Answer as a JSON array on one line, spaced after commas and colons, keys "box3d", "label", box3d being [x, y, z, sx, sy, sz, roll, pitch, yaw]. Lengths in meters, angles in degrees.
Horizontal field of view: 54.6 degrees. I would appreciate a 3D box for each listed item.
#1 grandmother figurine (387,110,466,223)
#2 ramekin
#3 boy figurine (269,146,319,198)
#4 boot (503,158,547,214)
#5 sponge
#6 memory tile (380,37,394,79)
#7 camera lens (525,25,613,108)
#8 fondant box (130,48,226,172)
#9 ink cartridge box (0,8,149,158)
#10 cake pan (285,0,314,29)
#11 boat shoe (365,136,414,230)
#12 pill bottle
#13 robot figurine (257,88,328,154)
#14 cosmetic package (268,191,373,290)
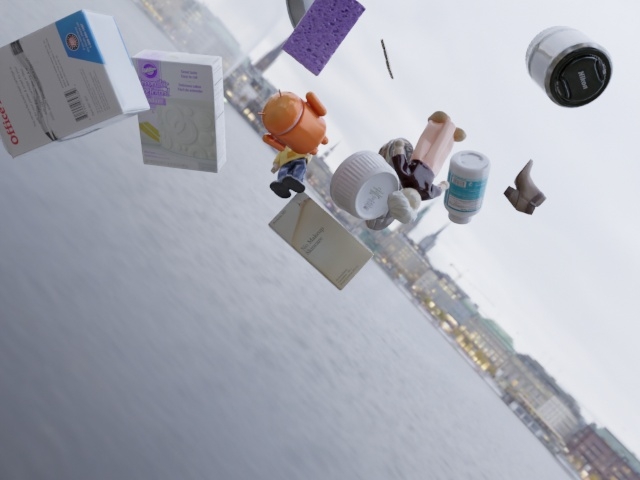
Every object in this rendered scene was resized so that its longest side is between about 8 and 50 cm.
[{"box3d": [0.271, -0.192, 1.663, 0.208, 0.342, 0.104, 34, -25, -13], "label": "grandmother figurine"}, {"box3d": [0.143, -0.160, 1.888, 0.109, 0.207, 0.207, 45, 0, 42], "label": "ramekin"}, {"box3d": [-0.077, -0.269, 1.916, 0.092, 0.177, 0.285, 39, 46, -39], "label": "boy figurine"}, {"box3d": [0.488, -0.120, 1.445, 0.087, 0.118, 0.042, 37, 4, 14], "label": "boot"}, {"box3d": [0.008, -0.535, 1.563, 0.117, 0.210, 0.031, 35, 5, -14], "label": "sponge"}, {"box3d": [0.226, -0.615, 2.109, 0.148, 0.012, 0.113, 7, 69, -77], "label": "memory tile"}, {"box3d": [0.826, -0.584, 2.077, 0.219, 0.219, 0.274, 46, 21, -28], "label": "camera lens"}, {"box3d": [-0.407, -0.374, 1.811, 0.096, 0.239, 0.330, -71, 166, -57], "label": "fondant box"}, {"box3d": [-0.572, -0.339, 1.369, 0.129, 0.308, 0.223, -52, 123, -70], "label": "ink cartridge box"}, {"box3d": [-0.030, -0.799, 1.996, 0.054, 0.292, 0.293, 6, -16, 22], "label": "cake pan"}, {"box3d": [0.221, -0.189, 2.103, 0.123, 0.324, 0.116, 21, -3, -30], "label": "boat shoe"}, {"box3d": [0.529, -0.187, 2.268, 0.146, 0.146, 0.263, 49, -29, 40], "label": "pill bottle"}, {"box3d": [-0.069, -0.318, 1.672, 0.158, 0.128, 0.219, -7, -26, 38], "label": "robot figurine"}, {"box3d": [0.000, 0.000, 1.962, 0.309, 0.160, 0.113, 41, -4, 0], "label": "cosmetic package"}]
